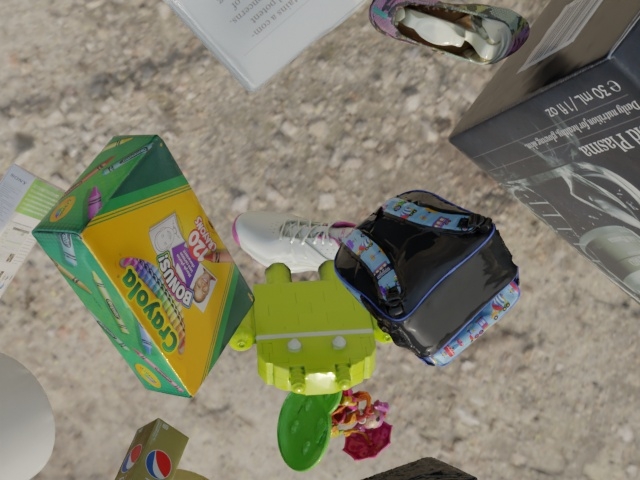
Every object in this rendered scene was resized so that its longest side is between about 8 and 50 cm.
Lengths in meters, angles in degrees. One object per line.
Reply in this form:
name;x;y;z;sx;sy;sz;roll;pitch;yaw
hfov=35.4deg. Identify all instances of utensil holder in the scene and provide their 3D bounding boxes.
utensil holder;-0.769;0.421;1.995;0.327;0.385;0.328;5;103;22

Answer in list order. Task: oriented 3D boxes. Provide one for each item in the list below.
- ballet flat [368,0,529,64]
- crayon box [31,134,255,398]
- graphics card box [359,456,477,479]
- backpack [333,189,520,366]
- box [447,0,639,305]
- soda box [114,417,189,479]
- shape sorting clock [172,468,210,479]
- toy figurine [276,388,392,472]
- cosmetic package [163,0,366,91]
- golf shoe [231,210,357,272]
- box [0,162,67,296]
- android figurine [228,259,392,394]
ballet flat;0.165;-0.249;1.201;0.221;0.079;0.077;7;119;-24
crayon box;-0.198;0.033;1.183;0.081;0.165;0.278;4;136;34
graphics card box;0.069;0.444;1.077;0.094;0.232;0.371;9;106;59
backpack;0.105;0.030;1.070;0.117;0.158;0.173;52;170;-34
box;0.479;-0.116;1.204;0.471;0.297;0.480;38;170;-6
soda box;-0.246;0.337;1.364;0.058;0.181;0.061;38;135;-20
shape sorting clock;-0.212;0.450;1.562;0.206;0.206;0.040;34;128;3
toy figurine;0.044;0.272;1.516;0.159;0.130;0.173;13;115;-35
cosmetic package;-0.120;-0.479;1.284;0.329;0.327;0.394;-38;129;8
golf shoe;0.000;0.000;1.733;0.306;0.115;0.140;18;145;-4
box;-0.602;0.018;1.853;0.058;0.232;0.322;33;86;2
android figurine;-0.012;0.123;1.435;0.248;0.273;0.056;-2;124;-4
